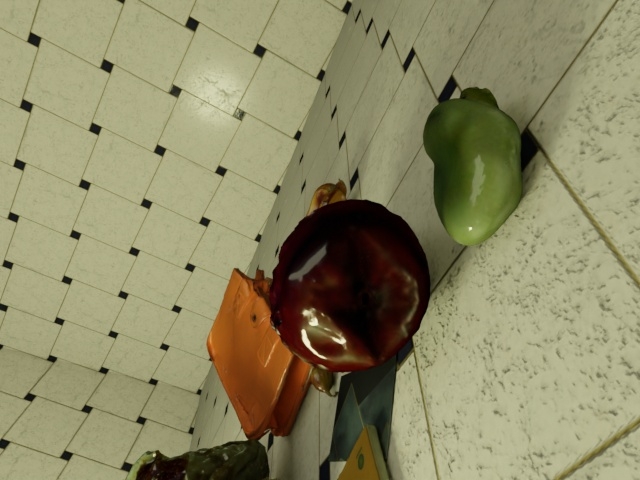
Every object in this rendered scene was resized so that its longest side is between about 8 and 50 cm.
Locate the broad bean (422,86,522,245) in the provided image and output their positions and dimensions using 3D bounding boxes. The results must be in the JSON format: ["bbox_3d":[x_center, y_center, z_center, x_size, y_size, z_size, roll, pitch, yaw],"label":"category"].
[{"bbox_3d":[0.201,-0.102,0.656,0.169,0.100,0.227,122,150,-70],"label":"broad bean"}]

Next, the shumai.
[{"bbox_3d":[-0.296,0.560,1.103,0.330,0.289,0.291,-58,-39,-32],"label":"shumai"}]

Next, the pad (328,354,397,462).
[{"bbox_3d":[0.068,0.294,0.860,0.243,0.004,0.163,132,153,-59],"label":"pad"}]

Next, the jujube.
[{"bbox_3d":[0.033,0.075,0.792,0.376,0.259,0.258,111,174,-77],"label":"jujube"}]

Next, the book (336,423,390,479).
[{"bbox_3d":[0.057,0.435,0.682,0.295,0.020,0.207,-102,32,-63],"label":"book"}]

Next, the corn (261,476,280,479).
[{"bbox_3d":[-0.125,0.624,1.032,0.091,0.091,0.260,26,-100,-71],"label":"corn"}]

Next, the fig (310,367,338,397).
[{"bbox_3d":[0.011,0.291,1.020,0.083,0.050,0.050,45,119,53],"label":"fig"}]

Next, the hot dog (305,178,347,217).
[{"bbox_3d":[0.000,0.000,1.311,0.135,0.100,0.337,-120,47,-61],"label":"hot dog"}]

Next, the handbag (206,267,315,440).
[{"bbox_3d":[-0.163,0.281,1.300,0.410,0.116,0.303,43,119,52],"label":"handbag"}]
